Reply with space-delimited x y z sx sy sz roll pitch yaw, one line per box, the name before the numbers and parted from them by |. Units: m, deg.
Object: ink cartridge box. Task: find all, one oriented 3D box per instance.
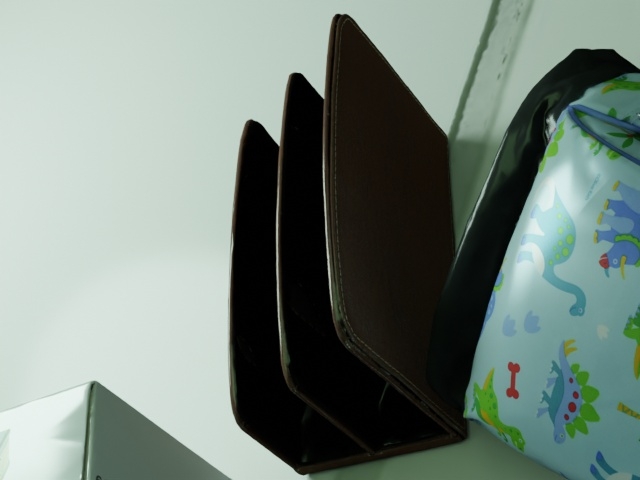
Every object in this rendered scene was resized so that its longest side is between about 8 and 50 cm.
ink cartridge box | -0.238 0.242 0.992 0.289 0.211 0.121 -19 51 21

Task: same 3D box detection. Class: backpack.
backpack | 0.248 0.062 0.771 0.355 0.273 0.290 28 109 26

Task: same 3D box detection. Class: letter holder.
letter holder | 0.000 0.000 0.990 0.152 0.214 0.302 -16 53 24
